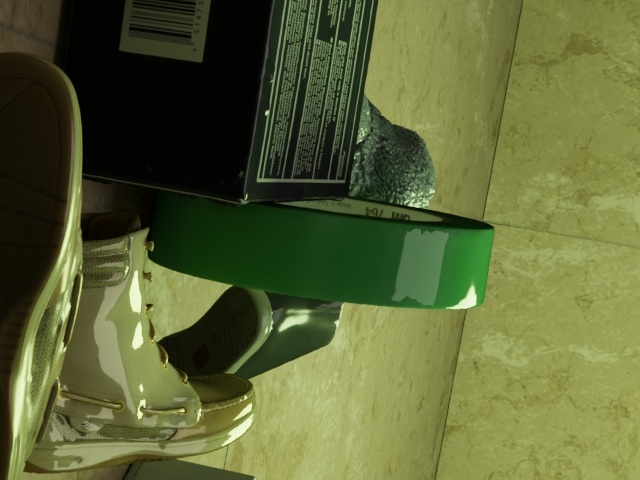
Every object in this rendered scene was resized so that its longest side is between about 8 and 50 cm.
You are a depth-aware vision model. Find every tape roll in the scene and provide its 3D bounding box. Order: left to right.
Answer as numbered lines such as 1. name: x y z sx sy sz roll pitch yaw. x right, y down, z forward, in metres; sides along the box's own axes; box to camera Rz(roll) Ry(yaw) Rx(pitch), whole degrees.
1. tape roll: 0.000 0.000 1.443 0.321 0.321 0.077 -11 110 -73

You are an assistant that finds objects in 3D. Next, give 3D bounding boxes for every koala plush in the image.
1. koala plush: 0.011 -0.120 1.685 0.221 0.203 0.196 67 34 -41

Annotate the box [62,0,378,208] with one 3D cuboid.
1. box: -0.075 -0.187 1.320 0.294 0.182 0.296 -4 104 -72

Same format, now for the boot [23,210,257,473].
1. boot: -0.152 0.077 1.279 0.262 0.095 0.203 -3 101 -42

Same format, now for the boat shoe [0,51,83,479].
1. boat shoe: -0.228 0.027 1.080 0.110 0.121 0.341 -47 154 -69

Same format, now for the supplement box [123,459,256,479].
1. supplement box: -0.125 0.330 1.563 0.073 0.130 0.239 -64 156 -44

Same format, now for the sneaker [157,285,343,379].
1. sneaker: -0.074 0.111 1.459 0.118 0.222 0.083 -1 64 -41
